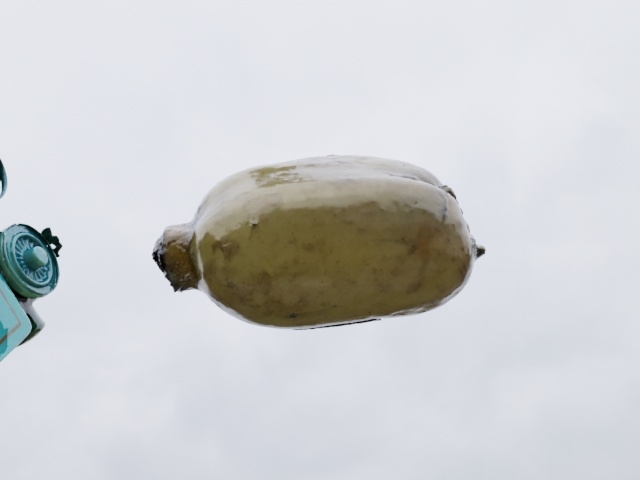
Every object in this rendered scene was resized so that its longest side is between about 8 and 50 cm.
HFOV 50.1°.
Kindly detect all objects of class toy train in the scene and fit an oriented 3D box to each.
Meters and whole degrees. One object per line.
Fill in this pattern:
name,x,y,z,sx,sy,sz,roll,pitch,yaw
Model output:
toy train,-0.297,0.011,0.514,0.112,0.163,0.203,-24,-74,12

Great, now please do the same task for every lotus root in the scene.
lotus root,0.000,0.000,0.591,0.284,0.146,0.160,-6,6,-7
